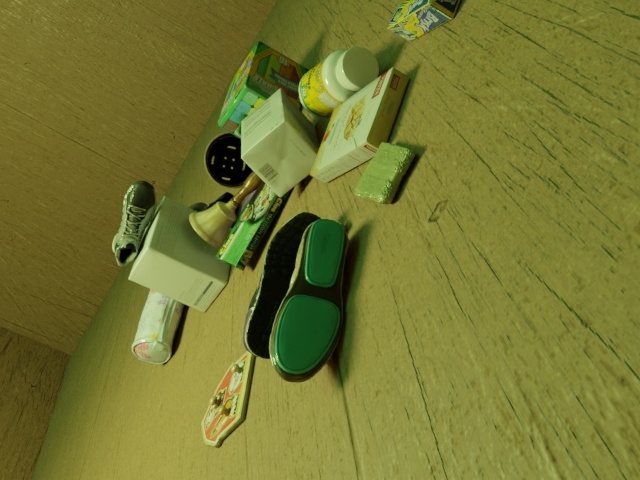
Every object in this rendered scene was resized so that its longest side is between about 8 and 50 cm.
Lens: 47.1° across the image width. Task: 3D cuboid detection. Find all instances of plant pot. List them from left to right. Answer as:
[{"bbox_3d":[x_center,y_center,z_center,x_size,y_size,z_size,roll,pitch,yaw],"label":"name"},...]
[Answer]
[{"bbox_3d":[-0.270,-0.238,2.204,0.167,0.166,0.165,-63,12,-2],"label":"plant pot"}]

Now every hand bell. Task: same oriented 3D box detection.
[{"bbox_3d":[-0.216,-0.106,1.904,0.242,0.126,0.126,-45,24,15],"label":"hand bell"}]

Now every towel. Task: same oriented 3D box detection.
[{"bbox_3d":[0.110,-0.116,1.256,0.110,0.027,0.148,-61,18,1],"label":"towel"}]

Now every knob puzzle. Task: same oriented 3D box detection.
[{"bbox_3d":[-0.196,0.319,1.453,0.213,0.030,0.213,-51,23,31],"label":"knob puzzle"}]

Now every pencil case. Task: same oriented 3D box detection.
[{"bbox_3d":[-0.455,0.221,2.120,0.124,0.113,0.273,-24,37,30],"label":"pencil case"}]

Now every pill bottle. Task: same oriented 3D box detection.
[{"bbox_3d":[0.041,-0.347,1.601,0.208,0.117,0.118,-11,54,66],"label":"pill bottle"}]

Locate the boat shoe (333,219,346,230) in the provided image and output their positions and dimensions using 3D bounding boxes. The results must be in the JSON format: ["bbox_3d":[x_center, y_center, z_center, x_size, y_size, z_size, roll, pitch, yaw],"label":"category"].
[{"bbox_3d":[0.000,0.000,1.328,0.100,0.035,0.035,-44,38,-5],"label":"boat shoe"}]

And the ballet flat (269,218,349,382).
[{"bbox_3d":[-0.013,0.109,1.197,0.106,0.107,0.316,109,179,-52],"label":"ballet flat"}]

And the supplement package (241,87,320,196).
[{"bbox_3d":[-0.095,-0.235,1.727,0.133,0.139,0.244,-38,25,14],"label":"supplement package"}]

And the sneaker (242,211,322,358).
[{"bbox_3d":[-0.081,0.079,1.376,0.284,0.107,0.124,-66,14,-11],"label":"sneaker"}]

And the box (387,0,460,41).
[{"bbox_3d":[0.198,-0.438,1.409,0.169,0.059,0.054,-3,64,68],"label":"box"}]

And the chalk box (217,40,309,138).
[{"bbox_3d":[-0.166,-0.391,2.098,0.179,0.180,0.289,-45,27,41],"label":"chalk box"}]

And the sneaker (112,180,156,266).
[{"bbox_3d":[-0.478,-0.032,1.892,0.132,0.086,0.229,-115,42,-62],"label":"sneaker"}]

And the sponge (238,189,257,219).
[{"bbox_3d":[-0.187,-0.042,1.908,0.117,0.031,0.210,-44,26,44],"label":"sponge"}]

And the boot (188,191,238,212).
[{"bbox_3d":[-0.332,-0.070,2.223,0.222,0.118,0.338,-36,17,20],"label":"boot"}]

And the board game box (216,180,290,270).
[{"bbox_3d":[-0.157,-0.054,1.789,0.260,0.030,0.136,-59,31,-7],"label":"board game box"}]

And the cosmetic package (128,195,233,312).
[{"bbox_3d":[-0.365,0.036,1.962,0.138,0.224,0.224,-49,23,33],"label":"cosmetic package"}]

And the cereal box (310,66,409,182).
[{"bbox_3d":[0.073,-0.224,1.460,0.240,0.047,0.173,-24,43,61],"label":"cereal box"}]
